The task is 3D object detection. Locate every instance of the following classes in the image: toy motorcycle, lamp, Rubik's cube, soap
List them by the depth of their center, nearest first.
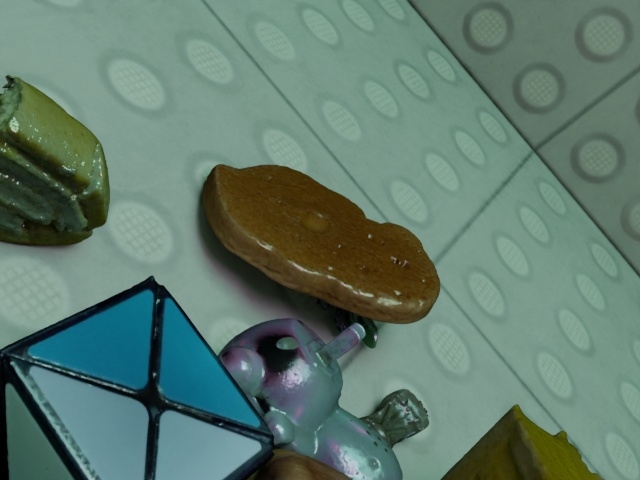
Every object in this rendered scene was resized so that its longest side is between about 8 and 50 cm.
[{"bbox_3d":[-0.244,0.227,0.921,0.246,0.250,0.248,53,32,5],"label":"Rubik's cube"},{"bbox_3d":[0.245,0.430,1.147,0.156,0.335,0.293,31,20,-23],"label":"soap"},{"bbox_3d":[-0.009,0.238,1.180,0.301,0.247,0.247,53,13,6],"label":"lamp"},{"bbox_3d":[0.053,0.102,1.549,0.106,0.074,0.190,31,37,-40],"label":"toy motorcycle"}]

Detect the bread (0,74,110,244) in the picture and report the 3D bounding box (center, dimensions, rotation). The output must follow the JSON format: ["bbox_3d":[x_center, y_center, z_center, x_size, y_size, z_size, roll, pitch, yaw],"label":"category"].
[{"bbox_3d":[-0.385,-0.091,1.128,0.257,0.186,0.124,31,33,-39],"label":"bread"}]

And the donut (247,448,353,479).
[{"bbox_3d":[-0.044,0.377,0.936,0.150,0.299,0.317,20,36,-9],"label":"donut"}]

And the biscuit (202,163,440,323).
[{"bbox_3d":[0.000,0.001,1.489,0.455,0.078,0.350,29,22,-1],"label":"biscuit"}]

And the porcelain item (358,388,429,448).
[{"bbox_3d":[0.089,0.316,1.387,0.216,0.069,0.081,-23,81,-50],"label":"porcelain item"}]
